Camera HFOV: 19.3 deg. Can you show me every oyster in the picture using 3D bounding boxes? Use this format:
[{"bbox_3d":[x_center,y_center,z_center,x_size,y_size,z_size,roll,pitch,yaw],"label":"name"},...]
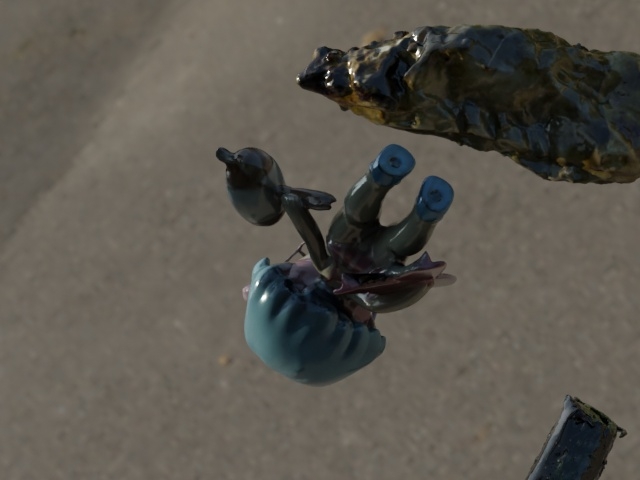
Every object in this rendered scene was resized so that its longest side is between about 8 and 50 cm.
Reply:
[{"bbox_3d":[0.148,-0.123,1.593,0.078,0.345,0.129,74,-154,-76],"label":"oyster"}]

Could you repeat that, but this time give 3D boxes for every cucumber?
[{"bbox_3d":[0.182,0.241,1.592,0.067,0.067,0.245,3,56,54],"label":"cucumber"}]

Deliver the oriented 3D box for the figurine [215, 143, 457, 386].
[{"bbox_3d":[0.001,0.013,1.357,0.260,0.205,0.103,-53,11,56],"label":"figurine"}]
